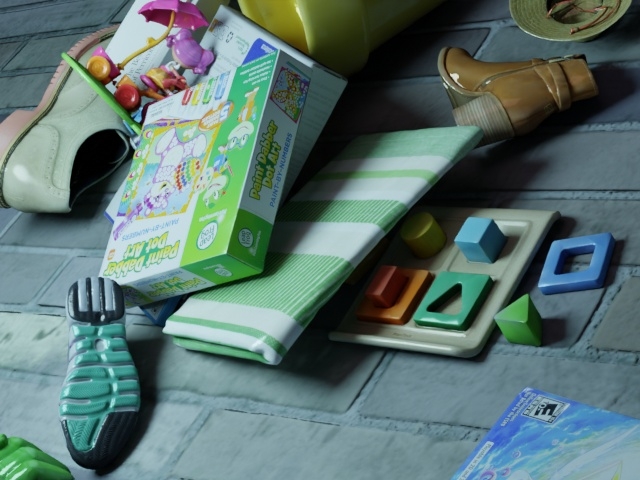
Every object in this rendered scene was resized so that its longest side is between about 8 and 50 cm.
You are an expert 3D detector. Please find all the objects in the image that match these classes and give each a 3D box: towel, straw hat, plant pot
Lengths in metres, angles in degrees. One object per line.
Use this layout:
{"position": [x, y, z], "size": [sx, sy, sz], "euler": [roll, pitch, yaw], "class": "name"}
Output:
{"position": [0.000, 0.000, 1.549], "size": [0.325, 0.038, 0.248], "euler": [-45, 21, -21], "class": "towel"}
{"position": [0.284, -0.253, 1.654], "size": [0.144, 0.061, 0.144], "euler": [-14, 52, 18], "class": "straw hat"}
{"position": [0.036, -0.339, 1.845], "size": [0.239, 0.254, 0.254], "euler": [-25, 29, -15], "class": "plant pot"}

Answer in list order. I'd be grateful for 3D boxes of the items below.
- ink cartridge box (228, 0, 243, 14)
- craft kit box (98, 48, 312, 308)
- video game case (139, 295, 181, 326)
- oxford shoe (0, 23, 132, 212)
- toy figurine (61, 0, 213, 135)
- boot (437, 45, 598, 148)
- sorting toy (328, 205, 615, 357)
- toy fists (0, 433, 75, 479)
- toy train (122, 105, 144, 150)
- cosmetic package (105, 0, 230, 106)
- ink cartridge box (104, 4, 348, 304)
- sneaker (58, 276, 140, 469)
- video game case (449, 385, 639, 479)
{"position": [-0.138, -0.324, 2.071], "size": [0.127, 0.128, 0.176], "euler": [-25, 32, 14], "class": "ink cartridge box"}
{"position": [-0.129, -0.062, 1.628], "size": [0.250, 0.061, 0.246], "euler": [-17, 55, 47], "class": "craft kit box"}
{"position": [-0.185, 0.017, 1.710], "size": [0.119, 0.015, 0.166], "euler": [-62, 33, 5], "class": "video game case"}
{"position": [-0.307, -0.157, 2.037], "size": [0.146, 0.140, 0.397], "euler": [17, 46, 14], "class": "oxford shoe"}
{"position": [-0.193, -0.214, 1.797], "size": [0.159, 0.173, 0.130], "euler": [-44, 0, -2], "class": "toy figurine"}
{"position": [0.212, -0.173, 1.612], "size": [0.152, 0.073, 0.197], "euler": [-22, 35, 8], "class": "boot"}
{"position": [0.112, 0.026, 1.442], "size": [0.348, 0.047, 0.196], "euler": [3, 47, 45], "class": "sorting toy"}
{"position": [-0.365, 0.261, 1.511], "size": [0.279, 0.096, 0.142], "euler": [-7, 39, 39], "class": "toy fists"}
{"position": [-0.172, -0.181, 1.962], "size": [0.184, 0.080, 0.105], "euler": [-35, 23, 3], "class": "toy train"}
{"position": [-0.192, -0.286, 1.926], "size": [0.099, 0.060, 0.239], "euler": [17, 72, 35], "class": "cosmetic package"}
{"position": [-0.119, -0.104, 1.771], "size": [0.307, 0.072, 0.303], "euler": [-62, 32, 9], "class": "ink cartridge box"}
{"position": [-0.232, 0.152, 1.583], "size": [0.083, 0.098, 0.223], "euler": [2, 54, -7], "class": "sneaker"}
{"position": [0.171, 0.241, 1.081], "size": [0.244, 0.061, 0.269], "euler": [14, 54, 49], "class": "video game case"}
